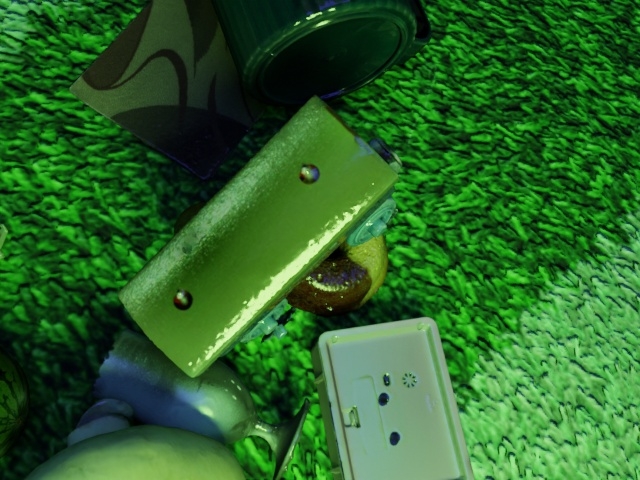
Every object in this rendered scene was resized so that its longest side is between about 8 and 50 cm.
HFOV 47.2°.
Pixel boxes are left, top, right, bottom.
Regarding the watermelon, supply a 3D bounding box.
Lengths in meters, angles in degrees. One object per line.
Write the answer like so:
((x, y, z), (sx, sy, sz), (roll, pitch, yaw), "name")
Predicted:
((-0.383, 0.158, 0.715), (0.187, 0.141, 0.141), (9, 68, -2), "watermelon")

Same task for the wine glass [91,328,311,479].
((-0.124, 0.172, 0.785), (0.222, 0.103, 0.103), (24, 67, -1), "wine glass")

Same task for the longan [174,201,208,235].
((-0.137, -0.004, 0.862), (0.075, 0.075, 0.083), (21, 58, -3), "longan")

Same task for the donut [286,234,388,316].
((0.000, 0.000, 0.890), (0.166, 0.073, 0.184), (-31, 77, -17), "donut")

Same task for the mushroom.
((-0.183, 0.253, 0.678), (0.246, 0.246, 0.202), (-13, 52, -16), "mushroom")

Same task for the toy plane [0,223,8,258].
((-0.388, 0.026, 0.815), (0.102, 0.040, 0.111), (-35, 81, -19), "toy plane")

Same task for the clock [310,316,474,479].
((0.076, 0.197, 0.836), (0.150, 0.063, 0.197), (-7, 71, -14), "clock")

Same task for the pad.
((-0.148, -0.256, 0.989), (0.220, 0.004, 0.330), (33, 67, 1), "pad")

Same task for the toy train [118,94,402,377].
((-0.047, -0.002, 0.739), (0.300, 0.202, 0.131), (-45, 77, 5), "toy train")

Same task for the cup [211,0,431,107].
((-0.020, -0.339, 0.944), (0.242, 0.308, 0.292), (-23, 74, 15), "cup")
